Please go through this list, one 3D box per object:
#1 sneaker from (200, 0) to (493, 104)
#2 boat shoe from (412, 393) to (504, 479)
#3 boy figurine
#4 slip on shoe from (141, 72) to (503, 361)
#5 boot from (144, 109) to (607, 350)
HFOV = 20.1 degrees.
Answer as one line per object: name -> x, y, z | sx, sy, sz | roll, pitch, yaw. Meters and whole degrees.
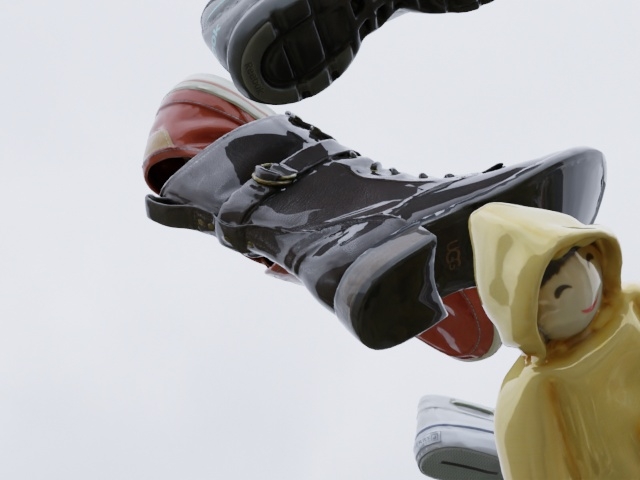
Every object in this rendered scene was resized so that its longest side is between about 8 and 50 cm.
sneaker -> 0.034, -0.195, 1.269 | 0.267, 0.106, 0.101 | -29, -55, -15
boat shoe -> 0.186, 0.186, 1.607 | 0.226, 0.076, 0.083 | 21, -44, -25
boy figurine -> 0.175, 0.092, 1.010 | 0.177, 0.092, 0.285 | -34, -69, -16
slip on shoe -> 0.000, 0.000, 1.422 | 0.331, 0.101, 0.123 | 35, -38, -4
boot -> 0.039, -0.039, 1.243 | 0.263, 0.229, 0.091 | -24, -51, -30
